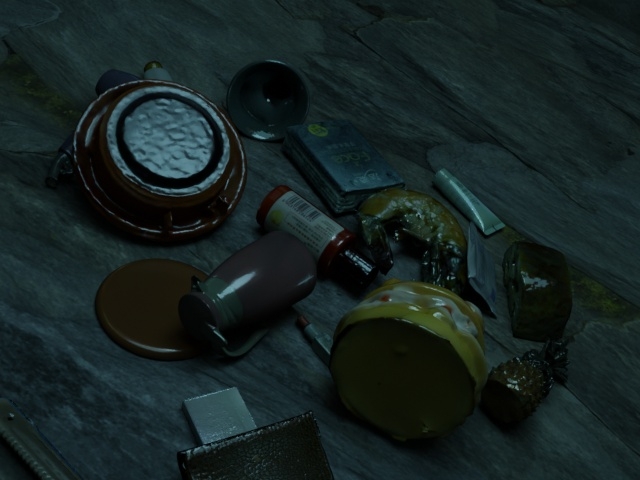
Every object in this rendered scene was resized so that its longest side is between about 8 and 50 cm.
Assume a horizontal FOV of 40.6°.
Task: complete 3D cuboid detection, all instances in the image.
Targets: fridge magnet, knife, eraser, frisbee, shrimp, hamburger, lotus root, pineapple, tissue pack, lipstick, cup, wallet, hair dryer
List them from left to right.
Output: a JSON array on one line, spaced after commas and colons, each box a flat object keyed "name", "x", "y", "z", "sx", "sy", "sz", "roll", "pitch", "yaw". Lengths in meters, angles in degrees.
[{"name": "knife", "x": -0.387, "y": 0.354, "z": 1.295, "sx": 0.365, "sy": 0.043, "sz": 0.089, "roll": 36, "pitch": 10, "yaw": 21}, {"name": "hair dryer", "x": -0.444, "y": -0.203, "z": 1.872, "sx": 0.301, "sy": 0.121, "sz": 0.361, "roll": 40, "pitch": 53, "yaw": 10}, {"name": "fridge magnet", "x": -0.320, "y": -0.174, "z": 1.769, "sx": 0.364, "sy": 0.155, "sz": 0.363, "roll": 8, "pitch": 66, "yaw": -20}, {"name": "frisbee", "x": -0.290, "y": 0.121, "z": 1.608, "sx": 0.251, "sy": 0.021, "sz": 0.250, "roll": 11, "pitch": 42, "yaw": -10}, {"name": "eraser", "x": -0.157, "y": 0.317, "z": 1.439, "sx": 0.104, "sy": 0.023, "sz": 0.150, "roll": -9, "pitch": 48, "yaw": -30}, {"name": "wallet", "x": -0.099, "y": 0.366, "z": 1.376, "sx": 0.243, "sy": 0.039, "sz": 0.132, "roll": -12, "pitch": 73, "yaw": -30}, {"name": "cup", "x": -0.128, "y": -0.358, "z": 2.108, "sx": 0.199, "sy": 0.199, "sz": 0.150, "roll": 12, "pitch": 23, "yaw": -9}, {"name": "lipstick", "x": -0.006, "y": 0.185, "z": 1.640, "sx": 0.030, "sy": 0.030, "sz": 0.129, "roll": -20, "pitch": 53, "yaw": -37}, {"name": "tissue pack", "x": 0.052, "y": -0.177, "z": 2.030, "sx": 0.185, "sy": 0.081, "sz": 0.257, "roll": -13, "pitch": 49, "yaw": -33}, {"name": "hamburger", "x": 0.169, "y": 0.194, "z": 1.541, "sx": 0.277, "sy": 0.276, "sz": 0.237, "roll": 26, "pitch": 30, "yaw": 7}, {"name": "shrimp", "x": 0.204, "y": 0.039, "z": 1.825, "sx": 0.272, "sy": 0.085, "sz": 0.444, "roll": 17, "pitch": 42, "yaw": -19}, {"name": "tissue pack", "x": 0.351, "y": 0.062, "z": 1.874, "sx": 0.122, "sy": 0.026, "sz": 0.193, "roll": 50, "pitch": 30, "yaw": -31}, {"name": "pineapple", "x": 0.409, "y": 0.257, "z": 1.668, "sx": 0.125, "sy": 0.125, "sz": 0.251, "roll": 42, "pitch": 40, "yaw": 24}, {"name": "lotus root", "x": 0.464, "y": 0.098, "z": 1.864, "sx": 0.119, "sy": 0.138, "sz": 0.234, "roll": 5, "pitch": 47, "yaw": -2}]

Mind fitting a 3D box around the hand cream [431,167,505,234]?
[{"name": "hand cream", "x": 0.353, "y": -0.092, "z": 2.085, "sx": 0.078, "sy": 0.050, "sz": 0.205, "roll": -21, "pitch": 59, "yaw": -41}]

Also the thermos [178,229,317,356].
[{"name": "thermos", "x": -0.137, "y": 0.105, "z": 1.588, "sx": 0.146, "sy": 0.176, "sz": 0.265, "roll": -4, "pitch": 19, "yaw": 39}]

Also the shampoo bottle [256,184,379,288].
[{"name": "shampoo bottle", "x": 0.000, "y": 0.000, "z": 1.793, "sx": 0.278, "sy": 0.104, "sz": 0.104, "roll": 36, "pitch": 43, "yaw": 19}]

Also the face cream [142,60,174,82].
[{"name": "face cream", "x": -0.382, "y": -0.363, "z": 2.088, "sx": 0.072, "sy": 0.051, "sz": 0.182, "roll": -6, "pitch": 48, "yaw": -26}]
